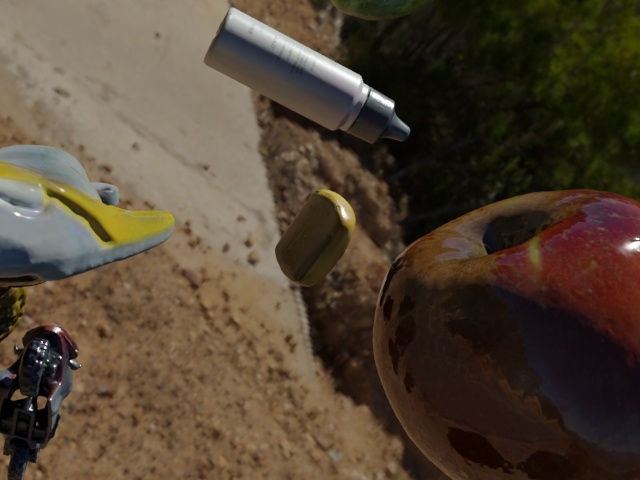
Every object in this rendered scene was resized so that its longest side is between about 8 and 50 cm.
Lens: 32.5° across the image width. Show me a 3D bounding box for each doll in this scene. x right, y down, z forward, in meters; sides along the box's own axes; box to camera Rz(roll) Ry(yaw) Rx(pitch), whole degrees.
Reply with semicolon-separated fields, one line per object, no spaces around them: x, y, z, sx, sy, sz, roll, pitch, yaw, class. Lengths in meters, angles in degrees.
-0.235;-0.003;0.714;0.316;0.145;0.103;-33;109;-59;doll

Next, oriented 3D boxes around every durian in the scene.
0.103;-0.446;1.958;0.250;0.139;0.101;3;95;-46;durian

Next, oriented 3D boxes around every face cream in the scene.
-0.010;-0.220;1.563;0.311;0.092;0.092;26;36;-10;face cream

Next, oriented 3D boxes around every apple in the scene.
0.229;0.106;1.101;0.348;0.348;0.277;-49;124;-58;apple

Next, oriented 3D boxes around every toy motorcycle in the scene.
-0.338;0.182;1.289;0.082;0.213;0.122;18;34;-2;toy motorcycle

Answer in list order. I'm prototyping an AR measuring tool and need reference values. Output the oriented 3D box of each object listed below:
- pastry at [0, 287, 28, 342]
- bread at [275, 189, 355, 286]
-0.420;0.017;1.198;0.132;0.235;0.240;-36;73;-20;pastry
0.000;0.000;1.299;0.056;0.115;0.082;19;22;-43;bread
